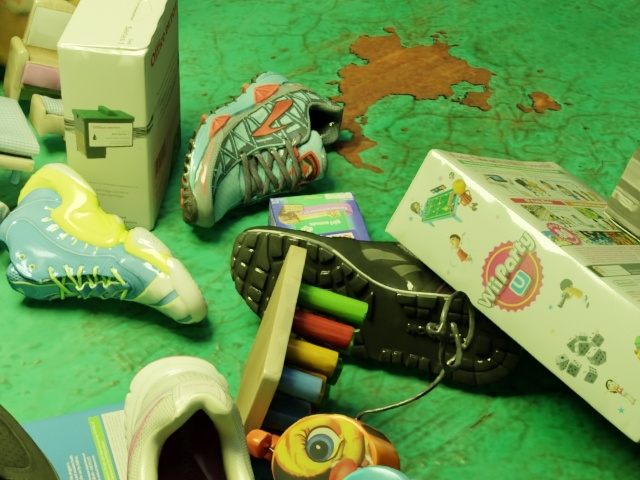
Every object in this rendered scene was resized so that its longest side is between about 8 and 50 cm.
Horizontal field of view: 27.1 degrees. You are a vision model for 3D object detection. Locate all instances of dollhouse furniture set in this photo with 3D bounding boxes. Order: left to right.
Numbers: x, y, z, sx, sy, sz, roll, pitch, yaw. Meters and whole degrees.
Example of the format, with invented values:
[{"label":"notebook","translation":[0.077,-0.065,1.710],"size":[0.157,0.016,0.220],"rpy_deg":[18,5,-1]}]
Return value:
[{"label":"dollhouse furniture set","translation":[-0.341,-0.195,1.344],"size":[0.286,0.198,0.303],"rpy_deg":[8,25,-29]}]

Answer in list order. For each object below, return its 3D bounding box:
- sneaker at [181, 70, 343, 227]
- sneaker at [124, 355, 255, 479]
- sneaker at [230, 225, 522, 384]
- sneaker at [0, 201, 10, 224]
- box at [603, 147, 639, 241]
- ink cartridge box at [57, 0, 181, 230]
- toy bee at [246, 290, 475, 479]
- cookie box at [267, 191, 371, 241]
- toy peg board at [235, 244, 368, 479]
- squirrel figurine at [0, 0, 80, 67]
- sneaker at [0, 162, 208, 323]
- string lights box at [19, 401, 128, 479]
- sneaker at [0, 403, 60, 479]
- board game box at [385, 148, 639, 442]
[{"label":"sneaker","translation":[-0.055,-0.097,1.415],"size":[0.125,0.104,0.262],"rpy_deg":[19,42,16]},{"label":"sneaker","translation":[-0.097,0.209,0.938],"size":[0.102,0.252,0.111],"rpy_deg":[-4,-4,-12]},{"label":"sneaker","translation":[0.056,0.048,1.257],"size":[0.283,0.107,0.124],"rpy_deg":[19,26,7]},{"label":"sneaker","translation":[-0.412,-0.024,1.262],"size":[0.115,0.090,0.232],"rpy_deg":[33,14,25]},{"label":"box","translation":[0.448,0.011,1.235],"size":[0.307,0.077,0.242],"rpy_deg":[1,31,-44]},{"label":"ink cartridge box","translation":[-0.202,-0.146,1.373],"size":[0.092,0.219,0.160],"rpy_deg":[6,38,3]},{"label":"toy bee","translation":[0.021,0.198,0.992],"size":[0.162,0.195,0.298],"rpy_deg":[1,53,26]},{"label":"cookie box","translation":[0.000,0.000,1.345],"size":[0.091,0.040,0.107],"rpy_deg":[-5,40,-11]},{"label":"toy peg board","translation":[-0.020,0.120,1.111],"size":[0.079,0.161,0.161],"rpy_deg":[17,39,-5]},{"label":"squirrel figurine","translation":[-0.461,-0.376,1.618],"size":[0.396,0.281,0.370],"rpy_deg":[-16,36,-25]},{"label":"sneaker","translation":[-0.220,0.032,1.278],"size":[0.240,0.091,0.126],"rpy_deg":[37,74,28]},{"label":"string lights box","translation":[-0.224,0.212,1.039],"size":[0.259,0.077,0.133],"rpy_deg":[-10,40,-15]},{"label":"sneaker","translation":[-0.212,0.219,0.890],"size":[0.125,0.140,0.341],"rpy_deg":[-26,69,-19]},{"label":"board game box","translation":[0.242,0.039,1.185],"size":[0.224,0.098,0.303],"rpy_deg":[1,34,-50]}]
